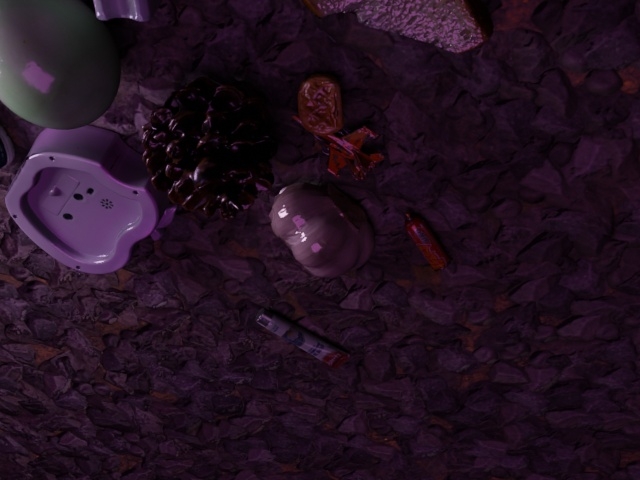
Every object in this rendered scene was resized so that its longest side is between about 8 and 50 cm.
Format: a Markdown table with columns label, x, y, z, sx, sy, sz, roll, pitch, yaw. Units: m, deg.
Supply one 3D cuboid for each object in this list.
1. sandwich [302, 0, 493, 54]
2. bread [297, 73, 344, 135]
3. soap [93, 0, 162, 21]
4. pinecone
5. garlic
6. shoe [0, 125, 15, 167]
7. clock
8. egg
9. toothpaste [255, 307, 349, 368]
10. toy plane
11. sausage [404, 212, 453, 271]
| label | x | y | z | sx | sy | sz | roll | pitch | yaw |
| --- | --- | --- | --- | --- | --- | --- | --- | --- | --- |
| sandwich | 0.107 | -0.397 | 1.418 | 0.254 | 0.099 | 0.288 | -22 | 124 | 22 |
| bread | 0.001 | -0.240 | 1.606 | 0.083 | 0.044 | 0.110 | -1 | 104 | 17 |
| soap | -0.298 | -0.499 | 1.370 | 0.095 | 0.173 | 0.289 | 5 | 133 | 8 |
| pinecone | -0.185 | -0.157 | 1.624 | 0.257 | 0.243 | 0.243 | 39 | 138 | 22 |
| garlic | 0.000 | 0.000 | 1.789 | 0.229 | 0.143 | 0.178 | 30 | 131 | -25 |
| shoe | -0.686 | -0.213 | 1.781 | 0.091 | 0.106 | 0.207 | -9 | 124 | 20 |
| clock | -0.467 | -0.076 | 1.856 | 0.338 | 0.102 | 0.338 | 7 | 134 | 7 |
| egg | -0.467 | -0.317 | 1.549 | 0.220 | 0.220 | 0.269 | -21 | 118 | 29 |
| toothpaste | -0.042 | 0.225 | 2.078 | 0.239 | 0.039 | 0.062 | 32 | 125 | -18 |
| toy plane | 0.028 | -0.184 | 1.671 | 0.188 | 0.062 | 0.135 | 39 | 131 | -3 |
| sausage | 0.208 | -0.003 | 1.798 | 0.050 | 0.048 | 0.145 | 18 | 150 | 56 |
